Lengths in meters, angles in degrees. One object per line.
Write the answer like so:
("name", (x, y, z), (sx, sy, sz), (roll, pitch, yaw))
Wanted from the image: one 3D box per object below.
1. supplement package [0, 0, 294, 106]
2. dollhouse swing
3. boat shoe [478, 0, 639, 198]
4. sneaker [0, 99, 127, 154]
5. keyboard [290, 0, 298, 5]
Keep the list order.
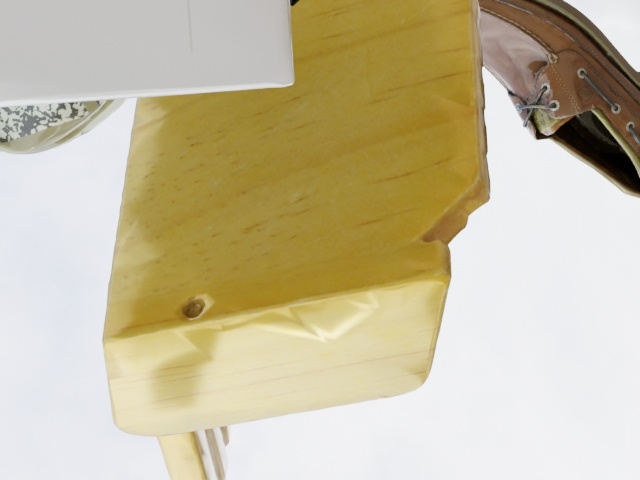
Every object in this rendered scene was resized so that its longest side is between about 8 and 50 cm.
("supplement package", (-0.162, -0.139, 0.426), (0.175, 0.293, 0.177), (-106, 12, -67))
("dollhouse swing", (0.000, 0.000, 1.089), (0.305, 0.315, 0.347), (61, -156, -46))
("boat shoe", (0.252, -0.157, 1.524), (0.307, 0.111, 0.104), (31, -115, -9))
("sneaker", (-0.204, -0.233, 1.295), (0.158, 0.410, 0.182), (44, -157, 6))
("keyboard", (-0.074, -0.146, 0.842), (0.201, 0.317, 0.033), (-8, -86, -17))
